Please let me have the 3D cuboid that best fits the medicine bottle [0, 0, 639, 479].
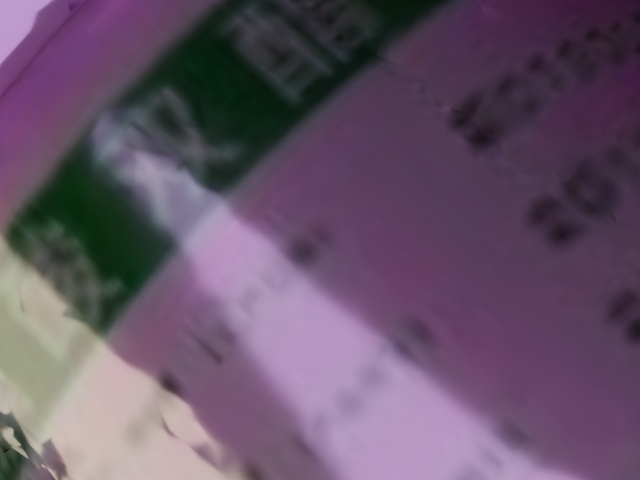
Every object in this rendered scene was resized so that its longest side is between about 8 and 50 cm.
[{"bbox_3d":[0.000,0.000,0.453,0.325,0.212,0.212,45,110,14],"label":"medicine bottle"}]
